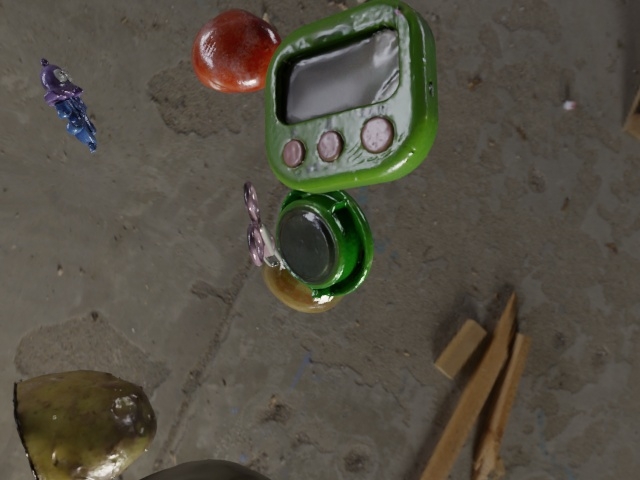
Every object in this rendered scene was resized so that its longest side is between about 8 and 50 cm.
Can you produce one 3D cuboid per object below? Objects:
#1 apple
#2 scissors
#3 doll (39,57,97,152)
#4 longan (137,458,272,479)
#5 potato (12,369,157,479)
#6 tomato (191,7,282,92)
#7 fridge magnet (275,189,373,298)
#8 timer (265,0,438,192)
[{"bbox_3d":[-0.026,0.059,1.683,0.233,0.257,0.257,26,86,-5],"label":"apple"},{"bbox_3d":[-0.061,0.001,0.686,0.022,0.176,0.086,-9,72,2],"label":"scissors"},{"bbox_3d":[-0.512,-0.276,1.299,0.067,0.110,0.206,-22,109,10],"label":"doll"},{"bbox_3d":[-0.151,0.420,0.722,0.360,0.361,0.361,-2,96,-21],"label":"longan"},{"bbox_3d":[-0.465,0.377,1.305,0.237,0.289,0.301,-18,127,-20],"label":"potato"},{"bbox_3d":[-0.167,-0.374,1.266,0.187,0.187,0.151,-30,142,-16],"label":"tomato"},{"bbox_3d":[0.000,0.000,1.099,0.088,0.208,0.208,-22,104,-46],"label":"fridge magnet"},{"bbox_3d":[0.021,-0.102,0.464,0.047,0.140,0.128,10,77,-53],"label":"timer"}]
